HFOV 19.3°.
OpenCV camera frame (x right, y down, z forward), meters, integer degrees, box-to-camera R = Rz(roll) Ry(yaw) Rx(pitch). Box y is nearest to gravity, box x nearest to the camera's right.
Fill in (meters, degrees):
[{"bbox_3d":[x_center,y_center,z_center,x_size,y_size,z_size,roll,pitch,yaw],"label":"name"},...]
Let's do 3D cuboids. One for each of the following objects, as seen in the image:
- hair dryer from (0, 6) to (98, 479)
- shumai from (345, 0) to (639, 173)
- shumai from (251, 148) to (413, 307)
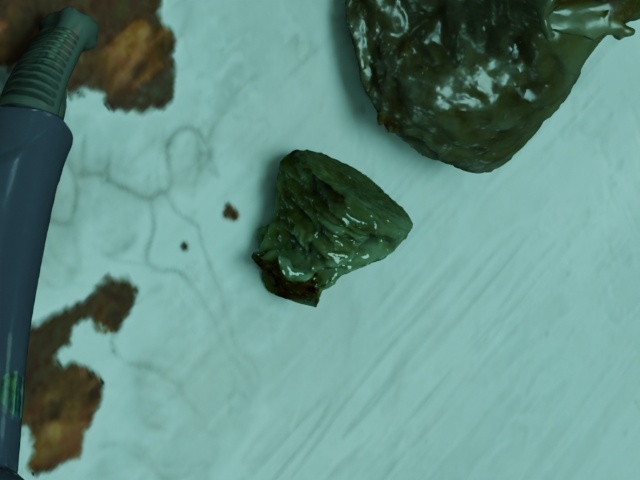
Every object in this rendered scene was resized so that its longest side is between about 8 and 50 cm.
[{"bbox_3d":[-0.134,0.057,0.902,0.301,0.121,0.361,47,46,-61],"label":"hair dryer"},{"bbox_3d":[0.125,-0.140,1.102,0.166,0.175,0.206,7,91,-44],"label":"shumai"},{"bbox_3d":[0.000,0.000,1.078,0.083,0.082,0.080,27,111,-13],"label":"shumai"}]
